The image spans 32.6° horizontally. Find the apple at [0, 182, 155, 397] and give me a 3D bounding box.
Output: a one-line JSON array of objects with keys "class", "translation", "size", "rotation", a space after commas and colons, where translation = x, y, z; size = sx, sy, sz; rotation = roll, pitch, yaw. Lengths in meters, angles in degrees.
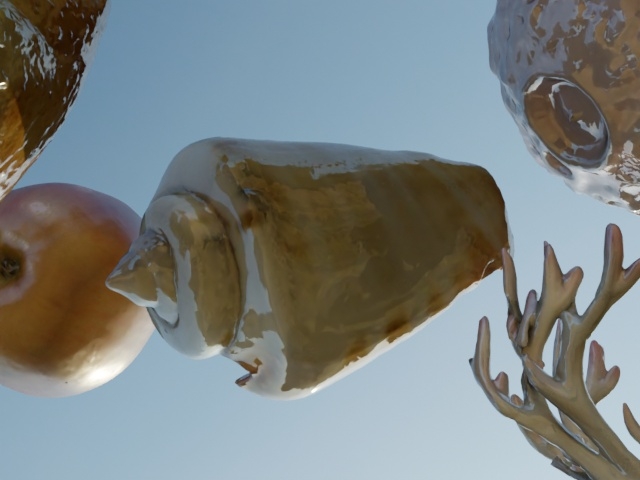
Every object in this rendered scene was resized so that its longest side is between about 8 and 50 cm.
[{"class": "apple", "translation": [-0.211, 0.037, 0.846], "size": [0.199, 0.199, 0.199], "rotation": [-13, -65, -31]}]

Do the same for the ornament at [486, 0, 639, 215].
[{"class": "ornament", "translation": [0.232, -0.134, 0.718], "size": [0.225, 0.259, 0.259], "rotation": [-36, -55, -25]}]

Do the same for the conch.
[{"class": "conch", "translation": [0.000, -0.005, 0.647], "size": [0.255, 0.158, 0.127], "rotation": [-21, -23, -14]}]

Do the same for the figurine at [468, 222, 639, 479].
[{"class": "figurine", "translation": [0.100, 0.167, 0.633], "size": [0.315, 0.284, 0.206], "rotation": [-14, -26, -4]}]

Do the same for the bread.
[{"class": "bread", "translation": [-0.159, -0.061, 0.519], "size": [0.154, 0.054, 0.136], "rotation": [-30, -34, -62]}]
